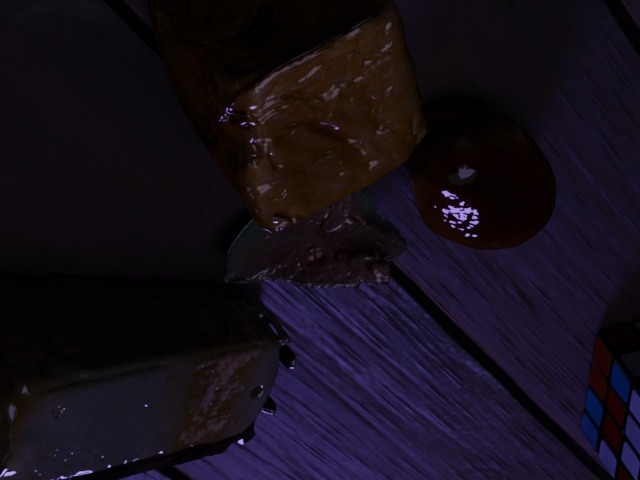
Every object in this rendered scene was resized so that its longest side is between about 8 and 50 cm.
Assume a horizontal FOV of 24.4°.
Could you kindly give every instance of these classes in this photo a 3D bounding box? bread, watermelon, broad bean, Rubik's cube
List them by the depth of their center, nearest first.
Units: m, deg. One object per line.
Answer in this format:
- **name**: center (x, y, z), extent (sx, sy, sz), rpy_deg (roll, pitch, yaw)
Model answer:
- **bread**: center (-0.019, -0.118, 1.048), extent (0.158, 0.149, 0.143), rpy_deg (-23, 137, -8)
- **watermelon**: center (-0.007, -0.004, 1.207), extent (0.155, 0.080, 0.101), rpy_deg (-10, 123, 1)
- **broad bean**: center (0.135, -0.046, 1.231), extent (0.114, 0.084, 0.165), rpy_deg (-21, 142, 13)
- **Rubik's cube**: center (0.369, 0.173, 1.475), extent (0.154, 0.155, 0.151), rpy_deg (-14, 132, -15)

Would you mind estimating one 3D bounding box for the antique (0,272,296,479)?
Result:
- **antique**: center (-0.154, 0.110, 1.186), extent (0.284, 0.150, 0.125), rpy_deg (-2, 127, -35)
